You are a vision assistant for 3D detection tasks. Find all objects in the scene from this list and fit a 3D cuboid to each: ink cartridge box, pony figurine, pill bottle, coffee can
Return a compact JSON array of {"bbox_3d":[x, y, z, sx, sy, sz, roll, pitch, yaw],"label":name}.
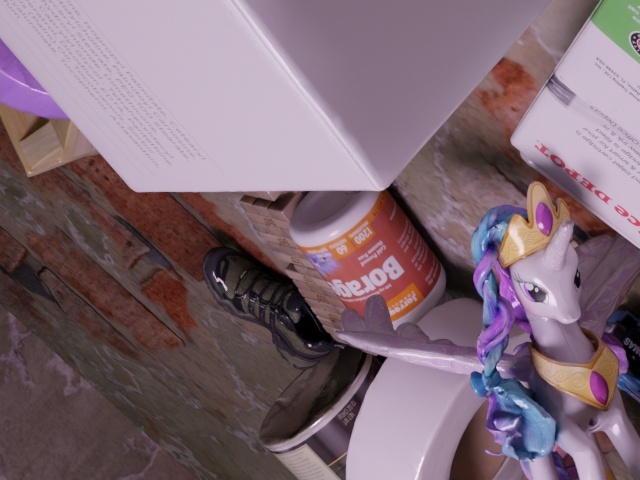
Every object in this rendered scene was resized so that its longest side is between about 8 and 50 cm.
[{"bbox_3d":[0.293,-0.107,1.261,0.211,0.121,0.289,39,158,5],"label":"ink cartridge box"},{"bbox_3d":[0.207,0.122,1.470,0.351,0.303,0.363,-178,68,-79],"label":"pony figurine"},{"bbox_3d":[0.069,0.031,1.891,0.121,0.121,0.216,6,140,55],"label":"pill bottle"},{"bbox_3d":[0.078,0.306,2.290,0.275,0.201,0.201,47,157,-15],"label":"coffee can"}]

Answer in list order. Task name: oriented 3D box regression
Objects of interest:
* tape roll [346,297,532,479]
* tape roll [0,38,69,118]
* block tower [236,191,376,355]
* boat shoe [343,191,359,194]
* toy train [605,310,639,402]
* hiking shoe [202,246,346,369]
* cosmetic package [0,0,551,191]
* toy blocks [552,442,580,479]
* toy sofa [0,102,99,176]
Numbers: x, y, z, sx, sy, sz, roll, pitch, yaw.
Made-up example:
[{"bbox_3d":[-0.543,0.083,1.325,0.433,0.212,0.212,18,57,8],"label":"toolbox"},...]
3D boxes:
[{"bbox_3d":[0.155,0.213,1.881,0.100,0.286,0.286,26,154,32],"label":"tape roll"},{"bbox_3d":[-0.255,-0.265,1.651,0.275,0.275,0.090,45,157,-10],"label":"tape roll"},{"bbox_3d":[0.000,0.000,1.983,0.091,0.097,0.335,14,148,49],"label":"block tower"},{"bbox_3d":[-0.027,-0.197,1.642,0.120,0.122,0.324,19,142,53],"label":"boat shoe"},{"bbox_3d":[0.358,0.146,1.692,0.184,0.080,0.105,38,176,-5],"label":"toy train"},{"bbox_3d":[-0.060,0.079,2.274,0.227,0.086,0.114,41,143,-12],"label":"hiking shoe"},{"bbox_3d":[-0.056,-0.259,1.265,0.327,0.329,0.393,51,157,-23],"label":"cosmetic package"},{"bbox_3d":[0.256,0.273,1.748,0.288,0.309,0.260,-26,-84,-77],"label":"toy blocks"},{"bbox_3d":[-0.299,-0.226,2.012,0.150,0.177,0.362,63,161,10],"label":"toy sofa"}]
